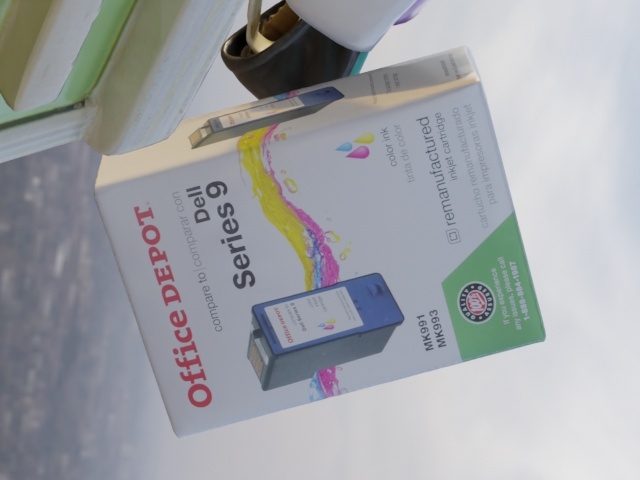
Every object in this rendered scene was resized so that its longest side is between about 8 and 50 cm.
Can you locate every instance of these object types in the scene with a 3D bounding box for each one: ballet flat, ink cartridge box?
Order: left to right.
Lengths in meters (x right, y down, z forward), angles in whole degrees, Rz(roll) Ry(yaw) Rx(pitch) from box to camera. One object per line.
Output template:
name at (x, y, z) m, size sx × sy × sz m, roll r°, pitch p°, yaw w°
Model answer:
ink cartridge box at (0.000, 0.000, 0.985) m, size 0.093 × 0.212 × 0.154 m, roll -90°, pitch 166°, yaw -71°
ballet flat at (0.024, -0.179, 1.025) m, size 0.280 × 0.096 × 0.095 m, roll -56°, pitch -170°, yaw 33°

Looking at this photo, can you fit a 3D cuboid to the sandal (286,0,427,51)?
sandal at (0.149, -0.199, 0.458) m, size 0.416 × 0.102 × 0.169 m, roll -48°, pitch -174°, yaw 21°

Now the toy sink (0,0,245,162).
toy sink at (-0.083, -0.095, 0.360) m, size 0.131 × 0.234 × 0.153 m, roll 58°, pitch -36°, yaw 16°
